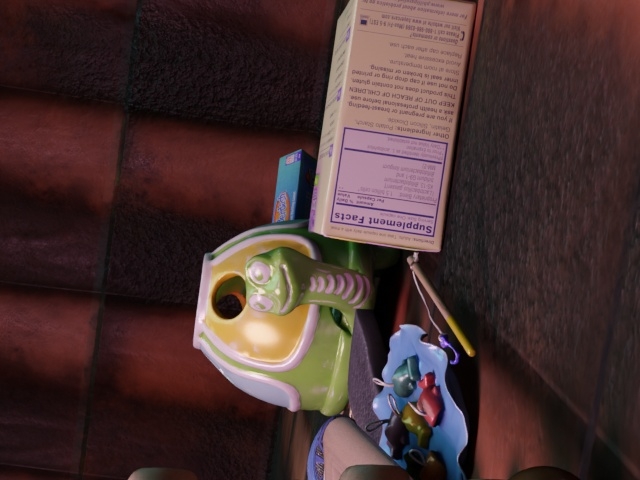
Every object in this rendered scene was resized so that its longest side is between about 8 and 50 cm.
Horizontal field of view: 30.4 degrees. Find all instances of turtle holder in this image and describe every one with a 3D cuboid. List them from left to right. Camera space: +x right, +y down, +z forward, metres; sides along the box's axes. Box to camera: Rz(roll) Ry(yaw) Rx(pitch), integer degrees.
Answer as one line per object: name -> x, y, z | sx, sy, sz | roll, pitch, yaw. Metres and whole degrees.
turtle holder -> -0.034, 0.094, 1.396 | 0.320, 0.228, 0.243 | -97, 16, -75

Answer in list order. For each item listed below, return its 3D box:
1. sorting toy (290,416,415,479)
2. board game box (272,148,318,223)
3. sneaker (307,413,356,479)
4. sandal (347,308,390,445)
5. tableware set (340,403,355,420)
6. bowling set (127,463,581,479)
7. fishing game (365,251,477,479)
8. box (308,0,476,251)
sorting toy -> 0.050, 0.256, 0.926 | 0.348, 0.047, 0.196 | -148, 57, -66
board game box -> 0.000, 0.000, 1.660 | 0.047, 0.160, 0.210 | -19, 52, 37
sneaker -> 0.039, 0.263, 1.224 | 0.221, 0.083, 0.087 | -101, 24, -49
sandal -> 0.071, 0.158, 1.141 | 0.254, 0.055, 0.097 | -110, 23, -58
tableware set -> 0.034, 0.252, 1.594 | 0.168, 0.020, 0.141 | 123, 155, -80
bowling set -> 0.045, 0.197, 0.604 | 0.200, 0.287, 0.154 | -19, 65, 47
fishing game -> 0.070, 0.160, 0.951 | 0.189, 0.041, 0.264 | -114, 28, -52
box -> 0.067, -0.117, 1.208 | 0.213, 0.117, 0.242 | -167, 86, -85
